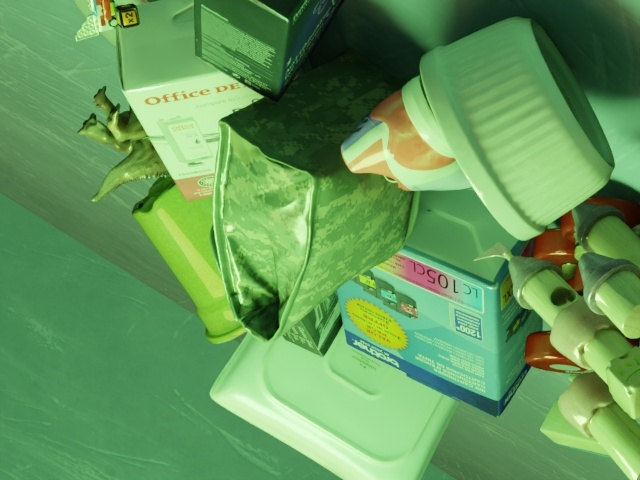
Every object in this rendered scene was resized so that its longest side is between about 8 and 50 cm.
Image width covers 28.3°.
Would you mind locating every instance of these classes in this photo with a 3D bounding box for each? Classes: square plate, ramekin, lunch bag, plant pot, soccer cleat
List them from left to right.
[{"bbox_3d":[-0.164,-0.015,2.104,0.254,0.276,0.276,49,160,-15],"label":"plant pot"},{"bbox_3d":[-0.003,-0.041,1.468,0.169,0.235,0.287,32,136,26],"label":"lunch bag"},{"bbox_3d":[0.062,0.185,1.960,0.347,0.344,0.049,32,160,0],"label":"square plate"},{"bbox_3d":[0.127,-0.098,1.361,0.318,0.116,0.108,11,-127,-66],"label":"soccer cleat"},{"bbox_3d":[0.194,-0.114,1.209,0.109,0.207,0.207,-28,131,20],"label":"ramekin"}]

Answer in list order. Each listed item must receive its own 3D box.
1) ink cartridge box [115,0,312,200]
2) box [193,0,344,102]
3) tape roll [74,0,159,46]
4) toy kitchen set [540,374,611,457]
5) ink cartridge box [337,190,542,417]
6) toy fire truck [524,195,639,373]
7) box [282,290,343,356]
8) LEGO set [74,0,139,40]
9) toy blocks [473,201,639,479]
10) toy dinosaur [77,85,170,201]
[{"bbox_3d":[-0.113,-0.176,1.558,0.207,0.117,0.283,-11,154,6],"label":"ink cartridge box"},{"bbox_3d":[-0.046,-0.260,1.288,0.108,0.153,0.207,31,165,4],"label":"box"},{"bbox_3d":[-0.213,-0.295,1.640,0.219,0.072,0.219,30,164,9],"label":"tape roll"},{"bbox_3d":[0.435,0.220,1.724,0.166,0.207,0.122,39,163,-24],"label":"toy kitchen set"},{"bbox_3d":[0.167,0.078,1.780,0.270,0.151,0.395,24,152,25],"label":"ink cartridge box"},{"bbox_3d":[0.390,0.069,1.505,0.254,0.169,0.302,8,165,-4],"label":"toy fire truck"},{"bbox_3d":[0.000,0.000,1.810,0.077,0.242,0.307,23,161,23],"label":"box"},{"bbox_3d":[-0.256,-0.332,1.391,0.182,0.060,0.244,148,105,-73],"label":"LEGO set"},{"bbox_3d":[0.330,0.013,1.222,0.260,0.289,0.309,55,169,47],"label":"toy blocks"},{"bbox_3d":[-0.219,-0.155,1.806,0.200,0.295,0.127,36,134,-25],"label":"toy dinosaur"}]
